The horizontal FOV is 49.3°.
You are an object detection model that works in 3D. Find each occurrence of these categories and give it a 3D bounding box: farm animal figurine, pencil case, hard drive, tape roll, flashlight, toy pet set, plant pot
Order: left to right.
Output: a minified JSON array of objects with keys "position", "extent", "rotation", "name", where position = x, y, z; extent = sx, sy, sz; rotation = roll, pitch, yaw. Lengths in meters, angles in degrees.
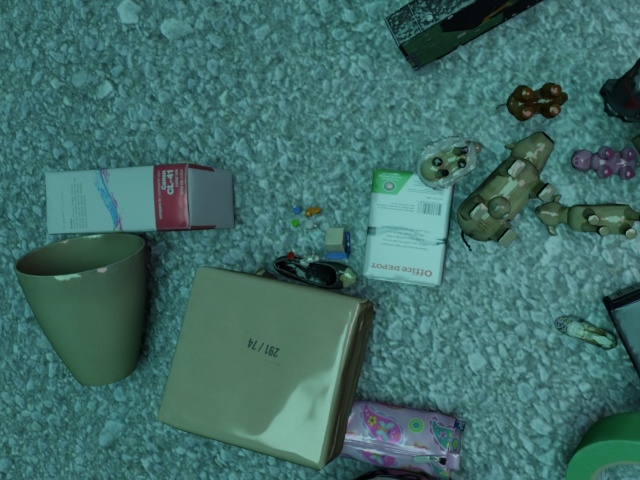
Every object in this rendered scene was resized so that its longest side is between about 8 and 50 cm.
[{"position":[-0.470,0.153,1.446],"extent":[0.256,0.256,0.274],"rotation":[-1,108,15],"name":"plant pot"},{"position":[0.000,0.000,1.396],"extent":[0.114,0.065,0.122],"rotation":[0,58,13],"name":"toy pet set"},{"position":[0.130,0.380,1.346],"extent":[0.284,0.124,0.124],"rotation":[7,95,15],"name":"pencil case"},{"position":[0.286,-0.419,1.200],"extent":[0.339,0.237,0.064],"rotation":[-28,85,15],"name":"hard drive"},{"position":[0.374,-0.100,1.231],"extent":[0.327,0.172,0.330],"rotation":[-33,98,5],"name":"farm animal figurine"},{"position":[0.524,-0.237,1.111],"extent":[0.103,0.304,0.103],"rotation":[-12,89,15],"name":"flashlight"},{"position":[0.578,0.435,1.159],"extent":[0.321,0.077,0.321],"rotation":[26,135,29],"name":"tape roll"}]

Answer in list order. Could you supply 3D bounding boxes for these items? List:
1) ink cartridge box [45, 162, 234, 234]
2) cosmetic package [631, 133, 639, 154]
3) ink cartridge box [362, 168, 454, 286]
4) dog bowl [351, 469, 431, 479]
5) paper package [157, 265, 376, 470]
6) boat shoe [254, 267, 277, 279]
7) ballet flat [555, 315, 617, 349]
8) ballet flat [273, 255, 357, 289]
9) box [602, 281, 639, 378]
[{"position":[-0.353,-0.080,1.394],"extent":[0.306,0.226,0.131],"rotation":[0,93,14],"name":"ink cartridge box"},{"position":[0.605,-0.134,1.092],"extent":[0.113,0.309,0.160],"rotation":[-31,85,14],"name":"cosmetic package"},{"position":[0.169,-0.025,1.329],"extent":[0.153,0.087,0.208],"rotation":[8,94,14],"name":"ink cartridge box"},{"position":[0.147,0.608,1.284],"extent":[0.408,0.150,0.408],"rotation":[11,113,28],"name":"dog bowl"},{"position":[-0.092,0.227,1.288],"extent":[0.325,0.168,0.309],"rotation":[12,81,15],"name":"paper package"},{"position":[-0.133,0.135,1.435],"extent":[0.049,0.056,0.152],"rotation":[21,98,18],"name":"boat shoe"},{"position":[0.490,0.169,1.280],"extent":[0.114,0.041,0.041],"rotation":[21,98,13],"name":"ballet flat"},{"position":[-0.013,0.067,1.402],"extent":[0.173,0.049,0.057],"rotation":[9,96,14],"name":"ballet flat"},{"position":[0.623,0.198,1.192],"extent":[0.165,0.143,0.270],"rotation":[-26,87,17],"name":"box"}]
